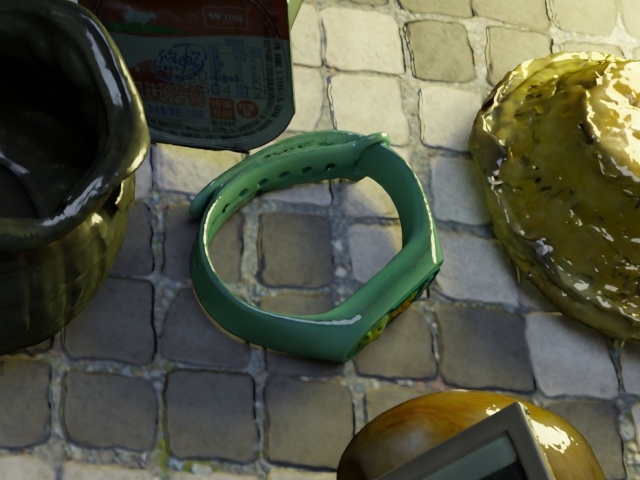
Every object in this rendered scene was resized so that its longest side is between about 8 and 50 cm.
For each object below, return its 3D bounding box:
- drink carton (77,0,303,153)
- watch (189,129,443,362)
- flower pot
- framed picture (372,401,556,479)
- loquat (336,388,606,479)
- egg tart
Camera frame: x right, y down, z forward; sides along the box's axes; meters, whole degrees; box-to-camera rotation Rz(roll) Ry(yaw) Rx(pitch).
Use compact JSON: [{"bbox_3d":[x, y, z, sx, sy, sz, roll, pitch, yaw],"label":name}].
[{"bbox_3d":[-0.099,-0.206,1.517,0.185,0.191,0.189,2,41,9],"label":"drink carton"},{"bbox_3d":[0.000,0.000,1.483,0.195,0.068,0.237,42,58,13],"label":"watch"},{"bbox_3d":[-0.277,-0.069,1.334,0.302,0.213,0.302,9,56,-14],"label":"flower pot"},{"bbox_3d":[0.052,0.282,1.195,0.024,0.315,0.232,24,39,-55],"label":"framed picture"},{"bbox_3d":[0.123,0.202,1.324,0.227,0.179,0.179,7,55,-25],"label":"loquat"},{"bbox_3d":[0.303,-0.060,1.585,0.341,0.132,0.341,9,54,-13],"label":"egg tart"}]
